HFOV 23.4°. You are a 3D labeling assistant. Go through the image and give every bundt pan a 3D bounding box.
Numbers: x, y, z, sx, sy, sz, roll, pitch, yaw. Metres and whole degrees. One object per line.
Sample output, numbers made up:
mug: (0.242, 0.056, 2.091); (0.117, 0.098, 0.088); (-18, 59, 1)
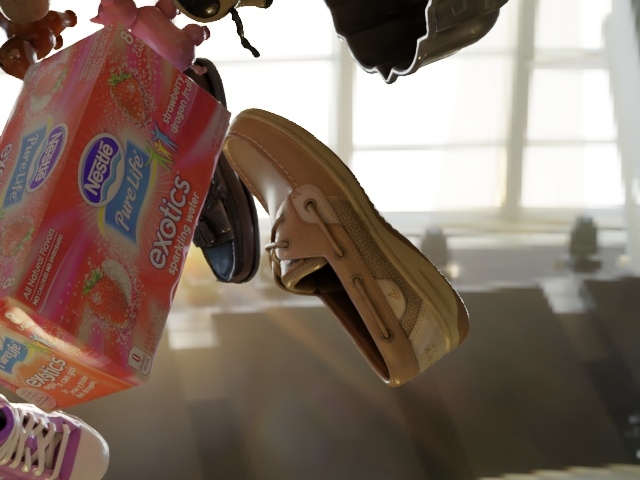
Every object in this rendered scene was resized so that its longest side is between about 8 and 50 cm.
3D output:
bundt pan: (0.091, -0.325, 1.498); (0.124, 0.331, 0.331); (-15, -162, -18)

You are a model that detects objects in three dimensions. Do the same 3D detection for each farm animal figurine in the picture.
farm animal figurine: (-0.231, -0.287, 1.404); (0.330, 0.327, 0.172); (-10, -171, 35)

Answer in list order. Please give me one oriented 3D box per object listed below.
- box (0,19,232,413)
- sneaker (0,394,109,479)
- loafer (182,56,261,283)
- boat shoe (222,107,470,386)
box: (-0.209, -0.022, 1.358); (0.142, 0.154, 0.300); (-20, -137, 41)
sneaker: (-0.310, 0.202, 1.532); (0.282, 0.102, 0.161); (18, 164, -35)
loafer: (-0.161, -0.086, 1.992); (0.109, 0.303, 0.095); (-15, 176, 43)
boat shoe: (0.000, 0.000, 1.556); (0.110, 0.122, 0.341); (-36, -115, -20)
